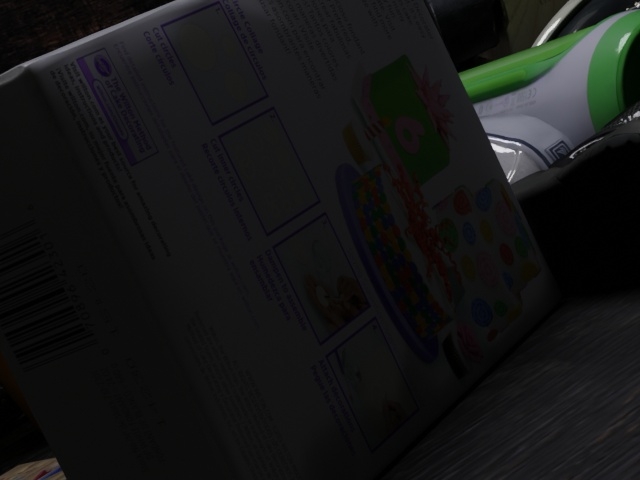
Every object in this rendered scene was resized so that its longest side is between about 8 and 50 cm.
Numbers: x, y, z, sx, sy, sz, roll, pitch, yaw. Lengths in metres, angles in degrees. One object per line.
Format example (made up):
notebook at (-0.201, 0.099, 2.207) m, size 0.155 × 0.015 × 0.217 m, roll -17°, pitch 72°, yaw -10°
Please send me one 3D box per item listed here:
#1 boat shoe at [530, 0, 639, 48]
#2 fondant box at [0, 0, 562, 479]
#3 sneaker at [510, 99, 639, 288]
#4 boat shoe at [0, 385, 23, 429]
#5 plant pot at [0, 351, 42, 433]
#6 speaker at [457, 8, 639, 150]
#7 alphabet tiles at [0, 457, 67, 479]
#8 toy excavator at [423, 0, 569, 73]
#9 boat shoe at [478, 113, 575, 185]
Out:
boat shoe at (0.309, -0.165, 1.466) m, size 0.340 × 0.127 × 0.113 m, roll -26°, pitch 29°, yaw -26°
fondant box at (-0.025, -0.007, 0.905) m, size 0.096 × 0.238 × 0.330 m, roll -22°, pitch 7°, yaw 36°
sneaker at (0.196, -0.039, 1.004) m, size 0.130 × 0.087 × 0.227 m, roll -36°, pitch 5°, yaw -27°
boat shoe at (-0.281, 0.147, 1.505) m, size 0.142 × 0.049 × 0.040 m, roll -31°, pitch 28°, yaw -34°
plant pot at (-0.201, 0.039, 1.410) m, size 0.205 × 0.188 × 0.205 m, roll -24°, pitch 7°, yaw 3°
speaker at (0.161, -0.077, 1.267) m, size 0.131 × 0.131 × 0.296 m, roll -28°, pitch 7°, yaw -27°
alphabet tiles at (-0.269, 0.210, 1.090) m, size 0.342 × 0.011 × 0.285 m, roll -30°, pitch 9°, yaw -40°
toy excavator at (0.157, -0.231, 1.743) m, size 0.222 × 0.433 × 0.445 m, roll -26°, pitch 42°, yaw -6°
boat shoe at (0.004, 0.008, 1.238) m, size 0.367 × 0.136 × 0.156 m, roll -3°, pitch 24°, yaw 48°
